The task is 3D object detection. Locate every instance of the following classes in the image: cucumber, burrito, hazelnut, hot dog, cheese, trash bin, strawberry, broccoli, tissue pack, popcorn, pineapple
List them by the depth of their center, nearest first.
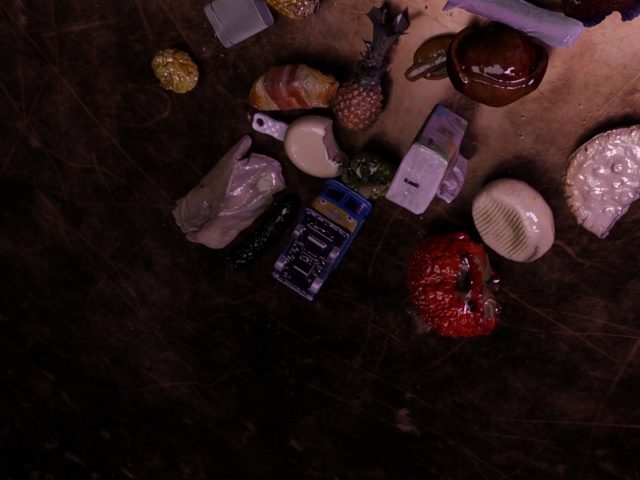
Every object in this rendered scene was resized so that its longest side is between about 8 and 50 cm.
[{"bbox_3d":[0.359,-0.364,1.599,0.202,0.170,0.160,12,129,-17],"label":"hazelnut"},{"bbox_3d":[0.252,-0.398,1.702,0.140,0.060,0.089,-7,114,30],"label":"hot dog"},{"bbox_3d":[0.264,-0.174,1.733,0.145,0.229,0.159,28,127,4],"label":"tissue pack"},{"bbox_3d":[0.118,-0.387,1.742,0.119,0.130,0.277,47,136,29],"label":"pineapple"},{"bbox_3d":[-0.193,-0.535,1.818,0.130,0.059,0.116,-18,112,31],"label":"trash bin"},{"bbox_3d":[-0.063,-0.371,1.836,0.262,0.093,0.123,3,154,27],"label":"hot dog"},{"bbox_3d":[0.121,-0.155,1.880,0.131,0.120,0.130,44,130,-18],"label":"broccoli"},{"bbox_3d":[0.312,0.115,1.891,0.258,0.261,0.261,-12,115,26],"label":"strawberry"},{"bbox_3d":[-0.054,-0.240,1.936,0.249,0.070,0.163,6,122,21],"label":"cheese"},{"bbox_3d":[-0.371,-0.425,1.940,0.121,0.116,0.106,15,151,-39],"label":"popcorn"},{"bbox_3d":[-0.249,-0.118,2.069,0.190,0.135,0.332,49,124,-2],"label":"burrito"},{"bbox_3d":[-0.155,-0.012,2.127,0.081,0.072,0.303,45,127,-7],"label":"cucumber"}]

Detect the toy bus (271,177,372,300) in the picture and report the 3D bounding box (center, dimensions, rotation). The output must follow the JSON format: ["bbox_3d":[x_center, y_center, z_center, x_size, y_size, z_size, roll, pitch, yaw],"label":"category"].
[{"bbox_3d":[0.000,0.000,1.981,0.138,0.175,0.287,33,136,4],"label":"toy bus"}]

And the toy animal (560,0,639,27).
[{"bbox_3d":[0.546,-0.480,1.443,0.218,0.180,0.116,-39,73,38],"label":"toy animal"}]

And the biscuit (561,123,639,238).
[{"bbox_3d":[0.625,-0.135,1.685,0.179,0.084,0.281,23,128,9],"label":"biscuit"}]

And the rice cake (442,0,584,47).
[{"bbox_3d":[0.384,-0.452,1.558,0.290,0.081,0.051,27,165,24],"label":"rice cake"}]

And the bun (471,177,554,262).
[{"bbox_3d":[0.461,-0.056,1.795,0.222,0.127,0.222,38,154,22],"label":"bun"}]

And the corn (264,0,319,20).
[{"bbox_3d":[-0.132,-0.604,1.717,0.318,0.115,0.115,37,128,0],"label":"corn"}]
